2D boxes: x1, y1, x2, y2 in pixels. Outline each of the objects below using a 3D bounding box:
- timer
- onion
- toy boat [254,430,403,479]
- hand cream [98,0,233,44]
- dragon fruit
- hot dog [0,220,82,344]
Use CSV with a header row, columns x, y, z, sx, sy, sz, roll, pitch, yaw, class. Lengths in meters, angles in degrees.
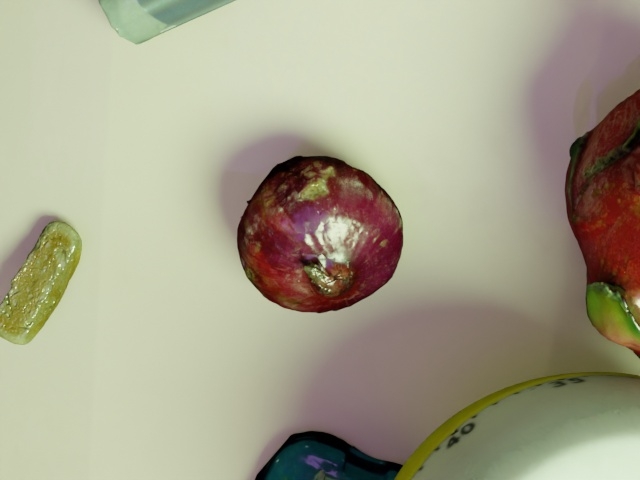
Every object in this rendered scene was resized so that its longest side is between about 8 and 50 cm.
x,y,z,sx,sy,sz,roll,pitch,yaw,class
0.146,0.206,0.777,0.285,0.285,0.285,3,106,11,timer
0.000,0.000,0.824,0.107,0.097,0.107,0,129,0,onion
-0.024,0.285,0.914,0.134,0.092,0.299,20,108,2,toy boat
-0.019,-0.195,0.798,0.255,0.048,0.079,-24,105,15,hand cream
0.257,0.011,0.719,0.269,0.198,0.200,26,152,6,dragon fruit
-0.190,0.030,0.905,0.030,0.034,0.090,30,91,14,hot dog
